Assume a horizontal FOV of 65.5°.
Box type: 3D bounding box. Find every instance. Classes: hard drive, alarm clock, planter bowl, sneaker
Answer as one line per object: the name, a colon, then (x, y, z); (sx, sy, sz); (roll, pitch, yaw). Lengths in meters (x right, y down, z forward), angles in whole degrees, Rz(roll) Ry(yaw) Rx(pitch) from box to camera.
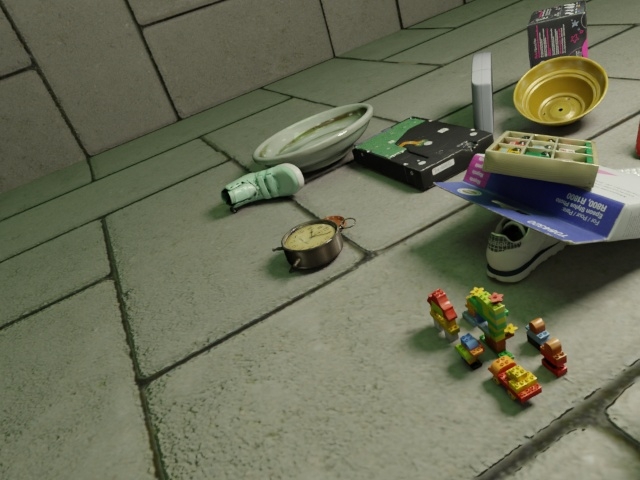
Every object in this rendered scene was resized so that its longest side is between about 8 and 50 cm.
hard drive: (0.266, -0.248, 1.357); (0.237, 0.064, 0.339); (-28, 31, -17)
alarm clock: (0.000, 0.000, 1.087); (0.192, 0.064, 0.129); (-32, 31, -18)
planter bowl: (0.619, -0.362, 1.287); (0.217, 0.090, 0.217); (-14, 57, 22)
sneaker: (0.375, -0.022, 0.880); (0.235, 0.095, 0.090); (-36, 31, -32)
sneaker: (-0.169, -0.139, 1.388); (0.256, 0.094, 0.151); (-3, 25, 44)

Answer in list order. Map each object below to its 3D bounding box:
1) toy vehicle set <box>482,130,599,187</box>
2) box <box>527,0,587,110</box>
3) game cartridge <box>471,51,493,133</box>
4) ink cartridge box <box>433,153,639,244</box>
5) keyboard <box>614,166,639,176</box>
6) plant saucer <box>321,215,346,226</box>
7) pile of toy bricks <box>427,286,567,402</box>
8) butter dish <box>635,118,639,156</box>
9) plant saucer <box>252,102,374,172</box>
toy vehicle set: (0.394, -0.151, 0.881); (0.166, 0.035, 0.267); (13, 23, 23)
box: (0.658, -0.503, 1.374); (0.142, 0.247, 0.163); (-1, 33, 29)
game cartridge: (0.455, -0.413, 1.391); (0.062, 0.198, 0.297); (-6, 31, 22)
ink cartridge box: (0.428, -0.089, 0.869); (0.330, 0.071, 0.324); (-3, 23, -25)
keyboard: (0.692, -0.127, 0.956); (0.256, 0.014, 0.072); (-3, 33, 26)
plant saucer: (0.021, -0.033, 1.182); (0.083, 0.013, 0.083); (-15, 29, 8)
pile of toy bricks: (0.245, 0.116, 0.706); (0.118, 0.105, 0.212); (-25, 30, -11)
butter dish: (0.753, -0.244, 1.013); (0.118, 0.160, 0.160); (-13, 20, -42)
plant saucer: (-0.012, -0.302, 1.548); (0.400, 0.101, 0.400); (-20, 24, 9)
